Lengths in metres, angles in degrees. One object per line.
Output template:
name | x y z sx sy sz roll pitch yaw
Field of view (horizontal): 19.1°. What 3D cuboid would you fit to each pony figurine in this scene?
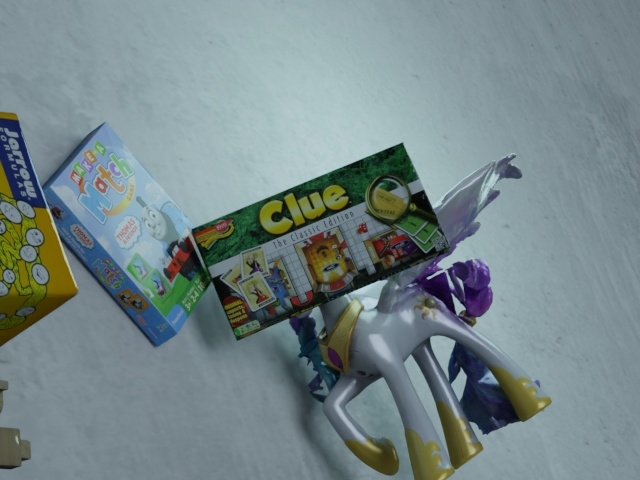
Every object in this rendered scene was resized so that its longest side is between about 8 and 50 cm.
pony figurine | 0.101 0.086 2.227 0.351 0.303 0.363 -30 81 -37

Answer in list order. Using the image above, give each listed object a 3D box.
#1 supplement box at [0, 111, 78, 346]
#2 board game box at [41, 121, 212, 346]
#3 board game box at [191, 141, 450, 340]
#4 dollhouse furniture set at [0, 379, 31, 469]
supplement box | -0.419 0.002 1.638 0.356 0.195 0.194 3 61 -54
board game box | -0.208 -0.009 2.089 0.211 0.039 0.160 49 32 -13
board game box | 0.000 0.000 2.123 0.030 0.260 0.136 82 -16 -75
dollhouse furniture set | -0.340 0.195 1.656 0.123 0.144 0.151 11 69 -44
